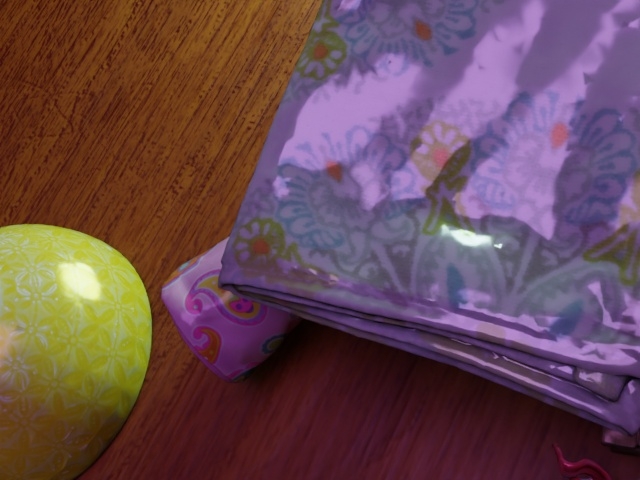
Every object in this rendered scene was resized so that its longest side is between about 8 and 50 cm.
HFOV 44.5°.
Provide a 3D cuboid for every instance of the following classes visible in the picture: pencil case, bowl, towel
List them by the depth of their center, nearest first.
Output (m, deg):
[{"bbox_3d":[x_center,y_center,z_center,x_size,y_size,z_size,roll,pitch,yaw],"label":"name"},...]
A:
[{"bbox_3d":[0.124,-0.091,0.548,0.321,0.090,0.374,15,76,25],"label":"towel"},{"bbox_3d":[0.000,0.000,0.683,0.284,0.124,0.124,-38,56,1],"label":"pencil case"},{"bbox_3d":[-0.326,0.096,0.751,0.290,0.156,0.289,-10,62,19],"label":"bowl"}]

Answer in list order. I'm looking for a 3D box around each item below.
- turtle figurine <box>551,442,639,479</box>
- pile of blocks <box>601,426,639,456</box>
[{"bbox_3d":[0.151,0.235,0.501,0.234,0.118,0.175,-38,97,4],"label":"turtle figurine"},{"bbox_3d":[0.232,-0.003,0.586,0.149,0.112,0.362,-21,65,13],"label":"pile of blocks"}]
